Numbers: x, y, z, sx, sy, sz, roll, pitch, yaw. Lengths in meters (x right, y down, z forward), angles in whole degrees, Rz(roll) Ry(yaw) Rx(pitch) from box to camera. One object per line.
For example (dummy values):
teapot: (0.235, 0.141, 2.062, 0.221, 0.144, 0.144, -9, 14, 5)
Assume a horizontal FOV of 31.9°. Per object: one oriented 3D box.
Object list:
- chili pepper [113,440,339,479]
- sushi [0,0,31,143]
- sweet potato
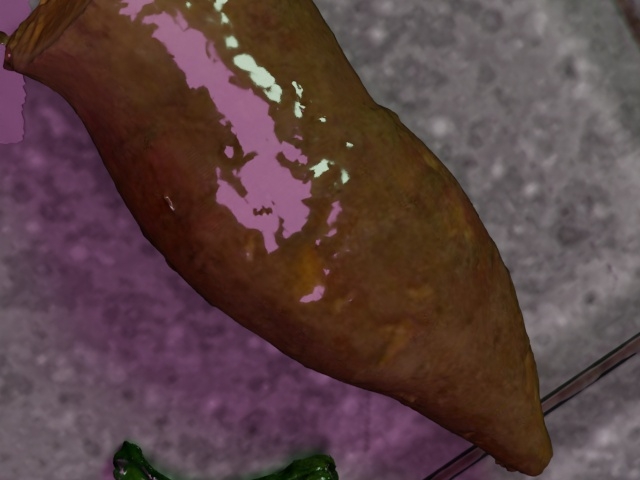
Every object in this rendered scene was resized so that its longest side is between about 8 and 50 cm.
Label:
chili pepper: (-0.048, 0.134, 0.576, 0.117, 0.035, 0.056, 4, 89, 0)
sushi: (-0.301, -0.191, 0.432, 0.373, 0.100, 0.296, 4, 101, -9)
sweet potato: (0.002, -0.001, 0.509, 0.131, 0.131, 0.337, -38, 103, 0)
